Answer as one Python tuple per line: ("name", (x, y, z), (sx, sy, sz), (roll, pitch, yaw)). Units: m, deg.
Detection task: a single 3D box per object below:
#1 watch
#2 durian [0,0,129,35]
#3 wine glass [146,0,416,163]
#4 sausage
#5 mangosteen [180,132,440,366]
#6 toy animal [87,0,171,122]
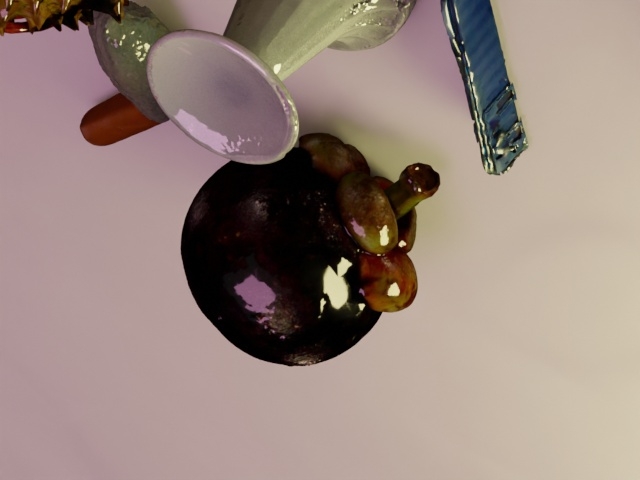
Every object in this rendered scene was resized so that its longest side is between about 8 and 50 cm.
("watch", (0.224, -0.137, 1.130), (0.276, 0.068, 0.274), (8, 137, 30))
("durian", (-0.191, -0.309, 1.037), (0.348, 0.347, 0.384), (33, 156, 2))
("wine glass", (-0.034, -0.169, 1.190), (0.165, 0.196, 0.165), (24, 145, 18))
("sausage", (-0.191, -0.122, 1.504), (0.039, 0.041, 0.131), (28, 152, -32))
("mangosteen", (0.000, 0.000, 1.384), (0.250, 0.211, 0.211), (-27, 118, 17))
("toy animal", (-0.170, -0.206, 1.356), (0.070, 0.079, 0.253), (21, 142, 29))
